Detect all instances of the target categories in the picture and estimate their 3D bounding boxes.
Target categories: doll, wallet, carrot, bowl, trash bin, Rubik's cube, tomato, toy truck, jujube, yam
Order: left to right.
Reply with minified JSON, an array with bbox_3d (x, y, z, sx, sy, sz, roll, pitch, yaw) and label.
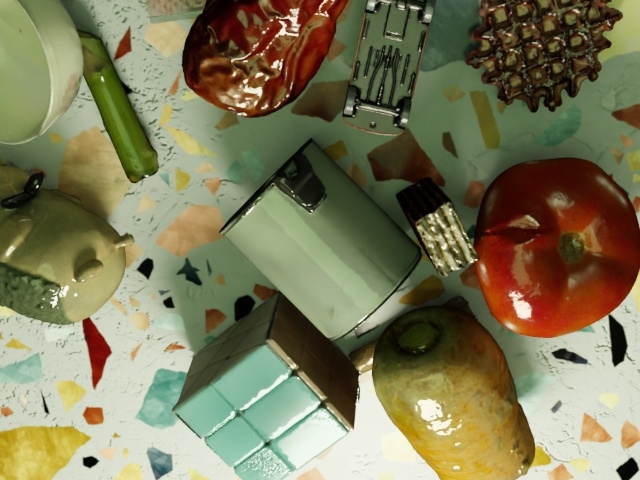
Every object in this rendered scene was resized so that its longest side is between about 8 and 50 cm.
[{"bbox_3d":[-0.482,-0.304,1.676,0.277,0.145,0.277,15,123,26],"label":"bowl"},{"bbox_3d":[-0.501,-0.008,1.774,0.349,0.247,0.247,24,111,11],"label":"doll"},{"bbox_3d":[-0.189,-0.413,1.701,0.196,0.020,0.103,-7,111,7],"label":"wallet"},{"bbox_3d":[-0.086,0.263,1.840,0.231,0.221,0.225,-38,104,16],"label":"Rubik's cube"},{"bbox_3d":[-0.071,-0.339,1.599,0.216,0.216,0.342,31,124,-7],"label":"jujube"},{"bbox_3d":[0.000,0.000,1.726,0.262,0.277,0.217,45,72,-5],"label":"trash bin"},{"bbox_3d":[0.109,-0.300,1.672,0.107,0.114,0.253,12,109,-1],"label":"toy truck"},{"bbox_3d":[0.161,0.168,1.879,0.241,0.057,0.057,-29,106,14],"label":"yam"},{"bbox_3d":[0.226,0.272,1.787,0.224,0.224,0.341,-21,124,12],"label":"carrot"},{"bbox_3d":[0.372,0.014,1.705,0.298,0.226,0.299,1,85,-15],"label":"tomato"}]

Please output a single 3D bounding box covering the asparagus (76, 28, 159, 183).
[{"bbox_3d":[-0.346,-0.230,1.762,0.060,0.067,0.278,-30,111,-26],"label":"asparagus"}]

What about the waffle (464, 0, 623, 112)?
[{"bbox_3d":[0.350,-0.323,1.678,0.221,0.055,0.234,26,105,-4],"label":"waffle"}]

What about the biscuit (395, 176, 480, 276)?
[{"bbox_3d":[0.185,-0.025,1.695,0.070,0.252,0.106,-27,103,4],"label":"biscuit"}]
